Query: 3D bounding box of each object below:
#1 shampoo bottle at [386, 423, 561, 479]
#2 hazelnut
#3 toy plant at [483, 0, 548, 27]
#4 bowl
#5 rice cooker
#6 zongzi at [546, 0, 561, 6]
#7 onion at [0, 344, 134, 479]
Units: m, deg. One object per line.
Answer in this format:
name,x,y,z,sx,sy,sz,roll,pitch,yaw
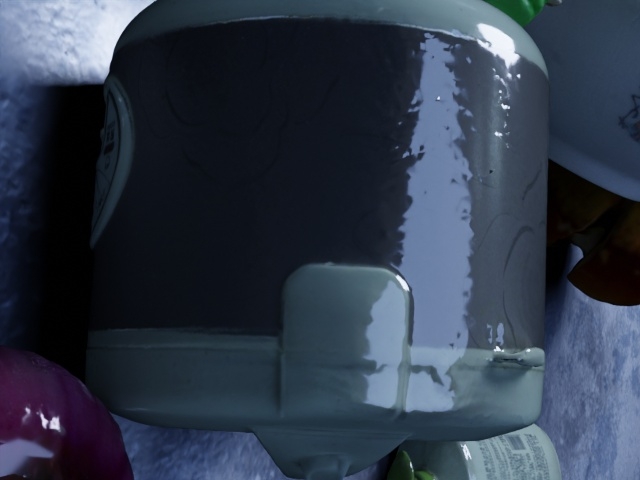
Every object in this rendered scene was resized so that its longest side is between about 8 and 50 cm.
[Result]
shampoo bottle,0.134,0.223,0.902,0.234,0.087,0.118,12,74,-51
hazelnut,0.337,-0.055,1.106,0.217,0.217,0.252,-14,74,-52
toy plant,0.053,-0.214,0.581,0.240,0.088,0.155,20,72,-38
bowl,0.277,-0.137,0.908,0.345,0.345,0.157,5,119,-52
rice cooker,-0.002,0.003,0.597,0.288,0.288,0.277,11,80,-52
zongzi,-0.088,-0.310,0.630,0.466,0.218,0.500,-26,122,-25
onion,-0.169,0.137,0.466,0.177,0.153,0.177,34,51,-55
